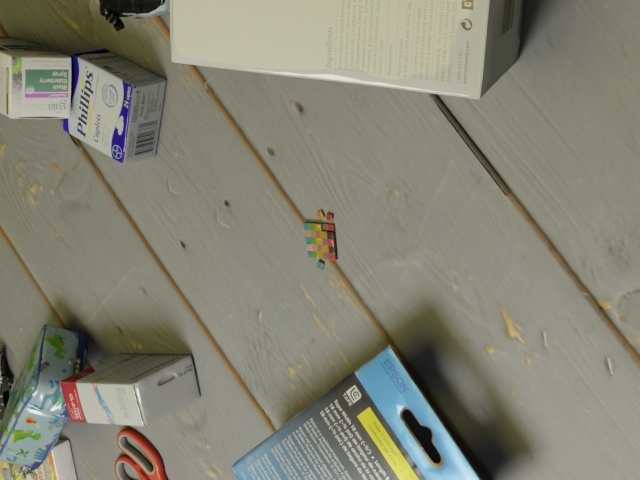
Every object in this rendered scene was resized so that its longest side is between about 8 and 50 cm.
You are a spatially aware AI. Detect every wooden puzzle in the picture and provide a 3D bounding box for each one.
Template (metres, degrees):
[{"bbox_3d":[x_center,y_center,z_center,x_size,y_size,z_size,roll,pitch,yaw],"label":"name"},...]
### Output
[{"bbox_3d":[0.000,0.000,1.664,0.049,0.006,0.083,5,108,38],"label":"wooden puzzle"}]

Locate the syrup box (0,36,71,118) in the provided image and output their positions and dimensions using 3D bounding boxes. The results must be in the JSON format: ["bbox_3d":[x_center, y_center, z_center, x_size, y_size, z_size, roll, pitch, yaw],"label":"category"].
[{"bbox_3d":[-0.461,-0.248,1.856,0.237,0.093,0.096,24,114,54],"label":"syrup box"}]

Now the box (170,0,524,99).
[{"bbox_3d":[0.036,-0.274,1.344,0.345,0.215,0.168,9,111,16],"label":"box"}]

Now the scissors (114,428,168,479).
[{"bbox_3d":[-0.235,0.422,1.986,0.297,0.021,0.109,38,123,26],"label":"scissors"}]

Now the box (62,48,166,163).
[{"bbox_3d":[-0.304,-0.198,1.808,0.137,0.072,0.126,28,120,30],"label":"box"}]

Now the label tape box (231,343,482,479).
[{"bbox_3d":[0.070,0.309,1.634,0.334,0.106,0.240,-41,77,31],"label":"label tape box"}]

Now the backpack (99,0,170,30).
[{"bbox_3d":[-0.233,-0.371,1.659,0.182,0.115,0.151,12,128,51],"label":"backpack"}]

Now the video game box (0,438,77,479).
[{"bbox_3d":[-0.504,0.449,2.202,0.187,0.048,0.205,-1,104,37],"label":"video game box"}]

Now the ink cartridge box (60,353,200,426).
[{"bbox_3d":[-0.293,0.230,1.900,0.175,0.127,0.072,-3,103,40],"label":"ink cartridge box"}]

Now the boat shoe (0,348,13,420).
[{"bbox_3d":[-0.569,0.257,2.199,0.040,0.049,0.142,7,110,3],"label":"boat shoe"}]

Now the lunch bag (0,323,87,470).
[{"bbox_3d":[-0.458,0.255,2.026,0.219,0.090,0.176,-57,24,34],"label":"lunch bag"}]
